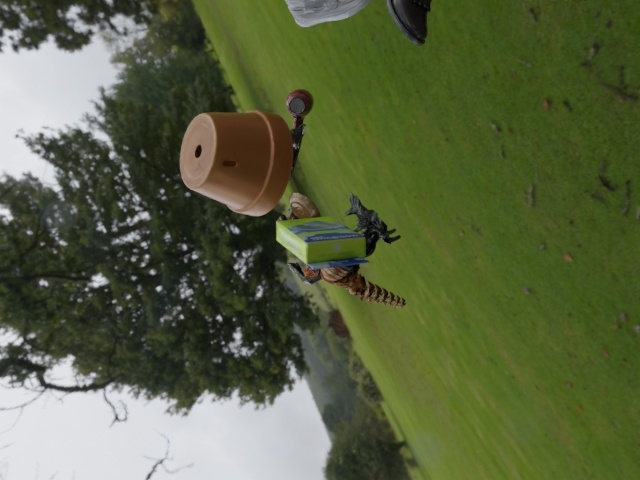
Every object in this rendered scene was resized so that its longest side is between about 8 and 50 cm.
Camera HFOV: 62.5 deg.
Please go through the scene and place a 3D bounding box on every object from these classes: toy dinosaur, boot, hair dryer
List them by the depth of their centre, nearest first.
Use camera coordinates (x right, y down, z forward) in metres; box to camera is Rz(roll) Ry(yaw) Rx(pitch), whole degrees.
[{"bbox_3d":[0.240,-0.543,1.030,0.229,0.091,0.262,-17,76,42],"label":"boot"},{"bbox_3d":[0.054,0.027,1.160,0.322,0.218,0.164,40,-178,-4],"label":"toy dinosaur"},{"bbox_3d":[0.015,-0.731,1.583,0.123,0.259,0.095,43,-135,-53],"label":"boot"},{"bbox_3d":[-0.080,-0.351,1.595,0.223,0.080,0.293,113,174,-63],"label":"hair dryer"}]

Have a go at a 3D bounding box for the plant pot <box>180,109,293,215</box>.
[{"bbox_3d":[-0.238,-0.221,1.409,0.291,0.204,0.290,-10,77,48],"label":"plant pot"}]

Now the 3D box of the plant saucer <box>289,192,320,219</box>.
[{"bbox_3d":[-0.038,-0.066,1.139,0.083,0.015,0.083,30,151,18],"label":"plant saucer"}]

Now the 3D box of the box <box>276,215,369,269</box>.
[{"bbox_3d":[0.000,0.000,0.920,0.178,0.109,0.042,-146,53,-62],"label":"box"}]
